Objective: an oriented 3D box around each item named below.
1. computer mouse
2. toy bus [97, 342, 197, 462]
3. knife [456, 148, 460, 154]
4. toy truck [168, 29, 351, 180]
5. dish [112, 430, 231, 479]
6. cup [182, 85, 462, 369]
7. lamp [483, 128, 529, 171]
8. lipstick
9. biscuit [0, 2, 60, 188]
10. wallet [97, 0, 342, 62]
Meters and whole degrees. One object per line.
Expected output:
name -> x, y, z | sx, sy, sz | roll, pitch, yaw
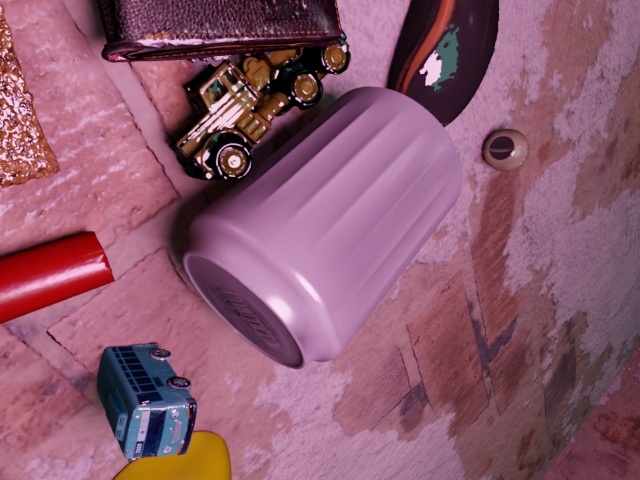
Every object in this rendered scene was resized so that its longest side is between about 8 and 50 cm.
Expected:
computer mouse -> 0.224, -0.335, 0.787 | 0.183, 0.116, 0.323 | 9, 101, -47
toy bus -> -0.226, 0.201, 0.600 | 0.092, 0.160, 0.079 | 6, 104, -39
knife -> 0.286, -0.149, 0.987 | 0.014, 0.005, 0.091 | -21, 120, -34
toy truck -> -0.087, -0.186, 0.589 | 0.127, 0.127, 0.257 | 42, 80, -27
dish -> -0.219, 0.451, 0.746 | 0.221, 0.108, 0.262 | -21, 120, -31
cup -> 0.000, 0.000, 0.658 | 0.327, 0.237, 0.322 | -48, 167, -27
lamp -> 0.421, -0.192, 1.037 | 0.163, 0.091, 0.090 | 0, 108, -55
lipstick -> -0.368, 0.065, 0.487 | 0.280, 0.073, 0.073 | -23, 121, -30
biscuit -> -0.320, -0.151, 0.461 | 0.064, 0.034, 0.198 | -23, 121, -30
wallet -> -0.109, -0.306, 0.482 | 0.263, 0.071, 0.220 | -14, 97, -23
